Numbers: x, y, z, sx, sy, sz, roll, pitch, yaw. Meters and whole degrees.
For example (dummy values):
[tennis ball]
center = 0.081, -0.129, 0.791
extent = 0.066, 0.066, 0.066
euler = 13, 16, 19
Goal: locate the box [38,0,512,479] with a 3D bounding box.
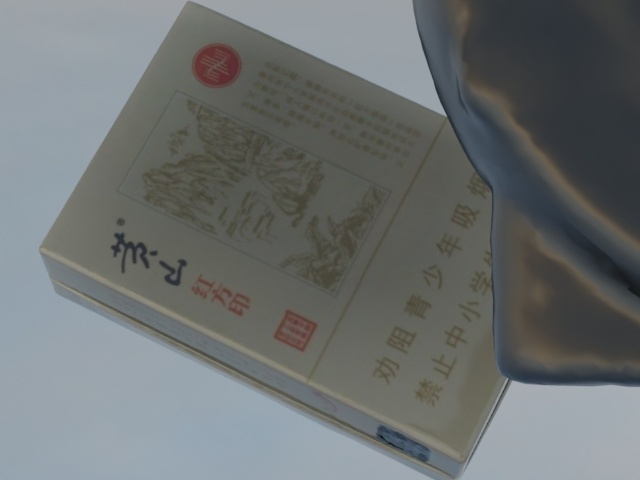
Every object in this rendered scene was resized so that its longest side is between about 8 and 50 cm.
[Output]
[box]
center = 0.000, 0.000, 0.754
extent = 0.201, 0.141, 0.058
euler = 25, 161, 8

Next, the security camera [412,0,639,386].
[security camera]
center = 0.146, -0.067, 0.411
extent = 0.197, 0.191, 0.277
euler = -2, 180, 21
